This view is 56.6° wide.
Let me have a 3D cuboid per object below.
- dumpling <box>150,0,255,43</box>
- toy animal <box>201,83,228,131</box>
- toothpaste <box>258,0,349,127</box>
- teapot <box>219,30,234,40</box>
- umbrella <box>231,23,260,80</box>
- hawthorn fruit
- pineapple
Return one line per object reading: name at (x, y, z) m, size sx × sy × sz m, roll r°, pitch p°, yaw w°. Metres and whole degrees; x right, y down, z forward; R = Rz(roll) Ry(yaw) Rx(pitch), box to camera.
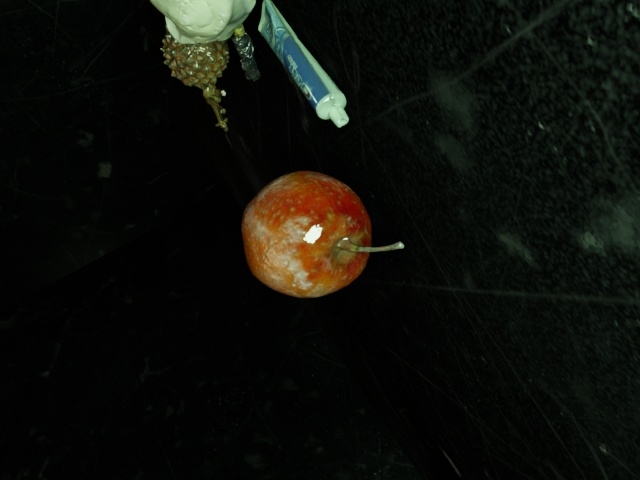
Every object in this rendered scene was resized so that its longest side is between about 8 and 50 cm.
dumpling at (-0.182, -0.450, 0.922) m, size 0.318 × 0.187 × 0.242 m, roll 129°, pitch 151°, yaw -71°
toy animal at (-0.333, -0.440, 1.879) m, size 0.149 × 0.054 × 0.275 m, roll 57°, pitch 167°, yaw 1°
toothpaste at (-0.030, -0.269, 0.900) m, size 0.268 × 0.047 × 0.069 m, roll 59°, pitch -177°, yaw 26°
teapot at (-0.213, -0.465, 1.230) m, size 0.067 × 0.057 × 0.083 m, roll -43°, pitch 70°, yaw 41°
umbrella at (-0.150, -0.376, 1.193) m, size 0.144 × 0.037 × 0.040 m, roll 74°, pitch 177°, yaw -65°
hawthorn fruit at (-0.027, -0.011, 1.052) m, size 0.231 × 0.235 × 0.263 m, roll 57°, pitch 178°, yaw 5°
pineapple at (-0.278, -0.439, 1.334) m, size 0.166 × 0.166 × 0.193 m, roll 60°, pitch 163°, yaw 1°
